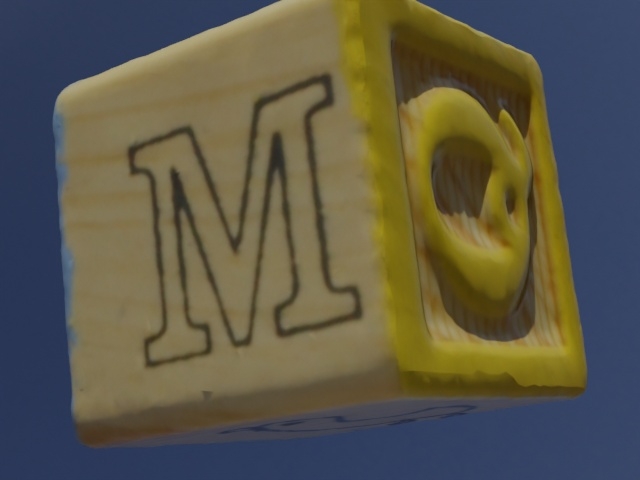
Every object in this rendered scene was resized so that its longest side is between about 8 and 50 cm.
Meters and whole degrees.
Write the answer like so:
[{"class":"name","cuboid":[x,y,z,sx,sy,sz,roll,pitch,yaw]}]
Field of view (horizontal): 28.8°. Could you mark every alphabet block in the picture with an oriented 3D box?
[{"class":"alphabet block","cuboid":[0.000,0.000,0.645,0.192,0.197,0.194,7,-107,-53]}]
